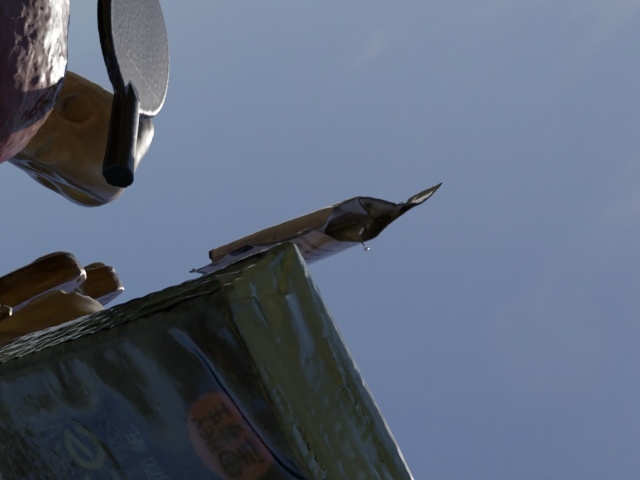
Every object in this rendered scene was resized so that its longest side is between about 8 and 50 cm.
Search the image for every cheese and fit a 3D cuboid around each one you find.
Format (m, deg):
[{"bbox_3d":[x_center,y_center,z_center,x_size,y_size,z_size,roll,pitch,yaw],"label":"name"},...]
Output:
[{"bbox_3d":[-0.283,-0.121,1.798,0.235,0.218,0.117,17,-100,47],"label":"cheese"}]

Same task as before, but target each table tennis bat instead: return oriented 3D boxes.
[{"bbox_3d":[-0.173,-0.155,1.602,0.027,0.150,0.236,-7,-122,16],"label":"table tennis bat"}]

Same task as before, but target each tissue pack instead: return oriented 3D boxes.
[{"bbox_3d":[-0.091,0.147,1.136,0.315,0.228,0.103,-19,-171,44],"label":"tissue pack"}]

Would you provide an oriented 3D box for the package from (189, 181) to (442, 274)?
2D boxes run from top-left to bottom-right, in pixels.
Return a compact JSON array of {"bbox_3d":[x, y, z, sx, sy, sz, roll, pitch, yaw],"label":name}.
[{"bbox_3d":[0.000,0.000,2.007,0.250,0.062,0.204,-16,176,-45],"label":"package"}]

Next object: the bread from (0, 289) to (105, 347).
[{"bbox_3d":[-0.262,0.256,1.598,0.250,0.361,0.394,5,-170,-20],"label":"bread"}]

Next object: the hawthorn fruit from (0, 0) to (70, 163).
[{"bbox_3d":[-0.341,-0.210,1.483,0.295,0.311,0.295,5,-152,-2],"label":"hawthorn fruit"}]

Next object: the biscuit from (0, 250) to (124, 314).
[{"bbox_3d":[-0.377,0.078,1.908,0.283,0.064,0.432,-29,172,12],"label":"biscuit"}]
